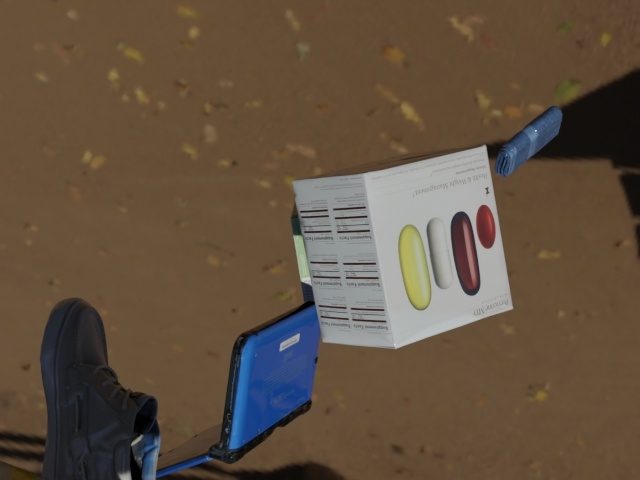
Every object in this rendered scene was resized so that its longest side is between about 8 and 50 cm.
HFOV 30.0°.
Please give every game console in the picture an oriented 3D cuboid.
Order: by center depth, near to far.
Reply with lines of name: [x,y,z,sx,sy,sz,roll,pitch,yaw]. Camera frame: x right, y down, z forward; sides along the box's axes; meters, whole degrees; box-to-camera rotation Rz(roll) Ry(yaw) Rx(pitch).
game console: [-0.134,0.214,1.708,0.173,0.250,0.293,11,-169,18]

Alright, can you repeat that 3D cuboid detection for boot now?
boot: [-0.222,0.173,1.263,0.123,0.258,0.095,-16,155,23]

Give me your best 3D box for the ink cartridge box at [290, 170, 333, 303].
ink cartridge box: [0.000,0.000,1.939,0.056,0.235,0.171,-7,110,6]

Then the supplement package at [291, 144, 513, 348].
supplement package: [0.099,0.005,1.430,0.149,0.194,0.203,-1,102,55]

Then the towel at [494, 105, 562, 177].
towel: [0.301,-0.146,1.735,0.029,0.119,0.067,43,158,21]

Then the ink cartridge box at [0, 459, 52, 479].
ink cartridge box: [-0.273,0.315,0.957,0.384,0.160,0.279,39,-171,-47]
